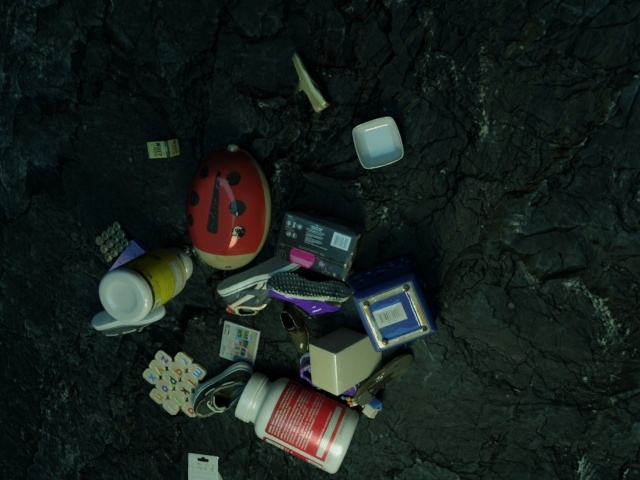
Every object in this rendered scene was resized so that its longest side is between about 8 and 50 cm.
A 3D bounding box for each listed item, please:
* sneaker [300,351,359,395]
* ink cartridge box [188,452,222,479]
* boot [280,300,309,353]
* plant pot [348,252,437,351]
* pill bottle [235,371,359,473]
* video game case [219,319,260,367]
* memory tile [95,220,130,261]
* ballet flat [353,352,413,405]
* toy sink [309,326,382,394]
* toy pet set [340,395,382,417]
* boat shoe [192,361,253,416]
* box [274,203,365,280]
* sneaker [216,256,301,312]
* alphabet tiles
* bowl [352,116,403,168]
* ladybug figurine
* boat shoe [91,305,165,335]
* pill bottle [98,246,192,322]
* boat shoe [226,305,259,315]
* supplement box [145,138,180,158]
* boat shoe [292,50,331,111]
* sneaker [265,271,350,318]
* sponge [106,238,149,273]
[{"bbox_3d":[0.023,0.494,1.853,0.236,0.104,0.095,27,110,6],"label":"sneaker"},{"bbox_3d":[-0.487,0.987,2.192,0.145,0.045,0.179,-1,87,17],"label":"ink cartridge box"},{"bbox_3d":[-0.099,0.316,1.834,0.082,0.106,0.219,-9,103,19],"label":"boot"},{"bbox_3d":[0.228,0.202,1.630,0.236,0.212,0.236,-22,99,10],"label":"plant pot"},{"bbox_3d":[-0.086,0.637,1.860,0.407,0.229,0.229,23,111,9],"label":"pill bottle"},{"bbox_3d":[-0.305,0.390,1.964,0.143,0.019,0.157,16,109,11],"label":"video game case"},{"bbox_3d":[-0.793,0.004,1.980,0.148,0.012,0.113,-33,80,25],"label":"memory tile"},{"bbox_3d":[0.212,0.465,1.781,0.250,0.058,0.084,-41,121,-2],"label":"ballet flat"},{"bbox_3d":[0.085,0.394,1.776,0.131,0.234,0.153,12,112,44],"label":"toy sink"},{"bbox_3d":[0.154,0.563,1.825,0.114,0.122,0.065,31,88,38],"label":"toy pet set"},{"bbox_3d":[-0.386,0.587,1.971,0.121,0.119,0.335,36,116,-16],"label":"boat shoe"},{"bbox_3d":[0.000,0.000,1.695,0.247,0.142,0.163,19,109,9],"label":"box"},{"bbox_3d":[-0.191,0.150,1.805,0.321,0.126,0.127,-22,111,14],"label":"sneaker"},{"bbox_3d":[-0.577,0.577,2.097,0.278,0.021,0.284,38,112,3],"label":"alphabet tiles"},{"bbox_3d":[0.181,-0.301,1.600,0.142,0.053,0.142,-14,101,20],"label":"bowl"},{"bbox_3d":[-0.324,-0.101,1.748,0.305,0.162,0.449,10,108,14],"label":"ladybug figurine"},{"bbox_3d":[-0.734,0.314,2.029,0.301,0.108,0.102,-14,134,7],"label":"boat shoe"},{"bbox_3d":[-0.587,0.136,1.802,0.188,0.334,0.188,4,107,15],"label":"pill bottle"},{"bbox_3d":[-0.288,0.254,1.906,0.137,0.043,0.049,-1,107,18],"label":"boat shoe"},{"bbox_3d":[-0.541,-0.317,1.790,0.083,0.083,0.056,-1,107,15],"label":"supplement box"},{"bbox_3d":[-0.043,-0.487,1.608,0.072,0.068,0.190,-25,98,33],"label":"boat shoe"},{"bbox_3d":[-0.055,0.203,1.740,0.293,0.102,0.146,12,127,-23],"label":"sneaker"},{"bbox_3d":[-0.727,0.102,1.996,0.117,0.031,0.210,44,112,1],"label":"sponge"}]
